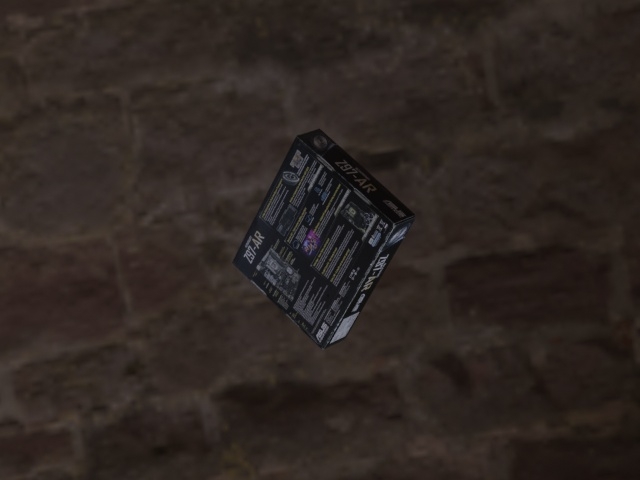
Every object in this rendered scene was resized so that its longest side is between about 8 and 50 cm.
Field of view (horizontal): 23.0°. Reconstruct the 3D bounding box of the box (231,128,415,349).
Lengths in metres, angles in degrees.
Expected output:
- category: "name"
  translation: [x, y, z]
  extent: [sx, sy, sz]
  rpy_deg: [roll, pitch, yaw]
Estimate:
- category: "box"
  translation: [0.000, 0.000, 0.747]
  extent: [0.018, 0.067, 0.083]
  rpy_deg: [-21, 147, -49]
